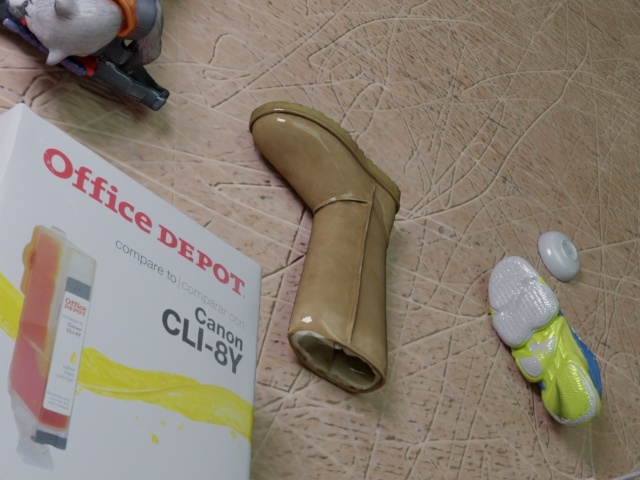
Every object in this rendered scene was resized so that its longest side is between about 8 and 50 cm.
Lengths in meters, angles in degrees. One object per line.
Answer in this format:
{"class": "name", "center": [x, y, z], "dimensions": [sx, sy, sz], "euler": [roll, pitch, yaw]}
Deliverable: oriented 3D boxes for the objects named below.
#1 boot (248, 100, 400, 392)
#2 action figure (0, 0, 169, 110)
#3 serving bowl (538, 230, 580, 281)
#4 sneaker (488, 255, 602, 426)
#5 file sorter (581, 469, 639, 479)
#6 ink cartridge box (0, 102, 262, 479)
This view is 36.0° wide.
{"class": "boot", "center": [0.000, 0.000, 1.094], "dimensions": [0.236, 0.089, 0.269], "euler": [33, 46, -25]}
{"class": "action figure", "center": [-0.258, -0.304, 0.979], "dimensions": [0.341, 0.178, 0.330], "euler": [28, 37, -32]}
{"class": "serving bowl", "center": [0.367, 0.020, 1.492], "dimensions": [0.083, 0.027, 0.083], "euler": [25, 48, -31]}
{"class": "sneaker", "center": [0.305, 0.137, 1.325], "dimensions": [0.126, 0.091, 0.240], "euler": [14, 53, -62]}
{"class": "file sorter", "center": [0.420, 0.425, 1.160], "dimensions": [0.193, 0.173, 0.277], "euler": [43, 41, -16]}
{"class": "ink cartridge box", "center": [-0.193, 0.137, 0.711], "dimensions": [0.279, 0.160, 0.384], "euler": [38, 41, -40]}
